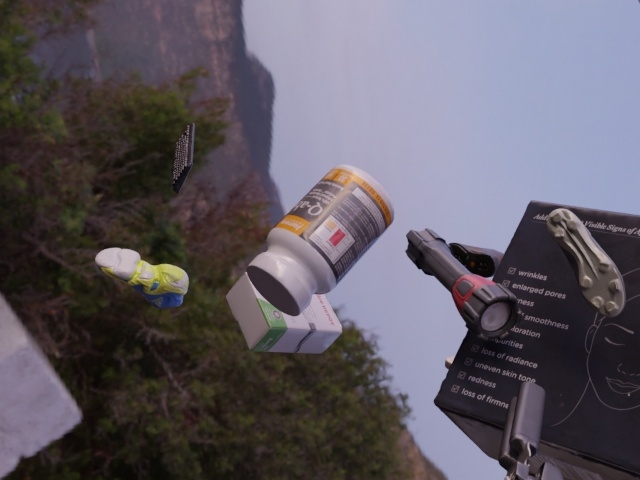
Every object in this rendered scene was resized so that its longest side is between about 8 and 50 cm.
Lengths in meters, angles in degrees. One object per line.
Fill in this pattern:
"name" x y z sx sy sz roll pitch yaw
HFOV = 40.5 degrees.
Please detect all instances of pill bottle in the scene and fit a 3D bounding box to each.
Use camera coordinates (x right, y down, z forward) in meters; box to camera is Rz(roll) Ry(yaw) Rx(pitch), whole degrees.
"pill bottle" 0.000 0.000 1.631 0.162 0.278 0.162 35 -25 19

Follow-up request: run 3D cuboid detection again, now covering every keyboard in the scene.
"keyboard" -0.303 -0.172 1.880 0.108 0.023 0.180 -58 -158 31

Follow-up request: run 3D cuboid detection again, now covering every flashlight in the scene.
"flashlight" 0.264 0.077 1.648 0.304 0.103 0.103 -128 -143 -60

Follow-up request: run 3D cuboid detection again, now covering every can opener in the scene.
"can opener" 0.325 0.329 1.324 0.076 0.095 0.283 -66 174 30

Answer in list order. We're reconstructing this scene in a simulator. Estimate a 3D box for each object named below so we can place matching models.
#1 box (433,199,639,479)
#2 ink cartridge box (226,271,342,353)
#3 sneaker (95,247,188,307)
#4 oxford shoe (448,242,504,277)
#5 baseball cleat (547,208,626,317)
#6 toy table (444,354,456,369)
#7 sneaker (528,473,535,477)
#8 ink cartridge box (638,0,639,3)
"box" 0.549 0.216 1.608 0.479 0.472 0.297 12 -24 42
"ink cartridge box" -0.080 0.166 1.953 0.092 0.219 0.160 -49 -129 29
"sneaker" -0.437 0.105 2.111 0.091 0.240 0.126 -59 163 -46
"oxford shoe" 0.421 0.054 2.312 0.227 0.096 0.083 23 -65 56
"baseball cleat" 0.455 0.036 1.447 0.109 0.072 0.206 15 48 -57
"toy table" 0.491 0.340 2.373 0.161 0.274 0.252 41 -55 51
"sneaker" 0.614 0.446 2.079 0.202 0.185 0.483 5 106 -67
"ink cartridge box" 0.746 -0.534 1.782 0.232 0.189 0.066 24 61 -52
